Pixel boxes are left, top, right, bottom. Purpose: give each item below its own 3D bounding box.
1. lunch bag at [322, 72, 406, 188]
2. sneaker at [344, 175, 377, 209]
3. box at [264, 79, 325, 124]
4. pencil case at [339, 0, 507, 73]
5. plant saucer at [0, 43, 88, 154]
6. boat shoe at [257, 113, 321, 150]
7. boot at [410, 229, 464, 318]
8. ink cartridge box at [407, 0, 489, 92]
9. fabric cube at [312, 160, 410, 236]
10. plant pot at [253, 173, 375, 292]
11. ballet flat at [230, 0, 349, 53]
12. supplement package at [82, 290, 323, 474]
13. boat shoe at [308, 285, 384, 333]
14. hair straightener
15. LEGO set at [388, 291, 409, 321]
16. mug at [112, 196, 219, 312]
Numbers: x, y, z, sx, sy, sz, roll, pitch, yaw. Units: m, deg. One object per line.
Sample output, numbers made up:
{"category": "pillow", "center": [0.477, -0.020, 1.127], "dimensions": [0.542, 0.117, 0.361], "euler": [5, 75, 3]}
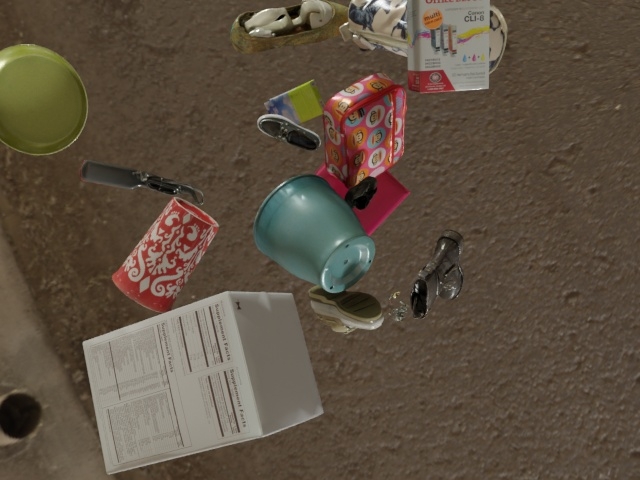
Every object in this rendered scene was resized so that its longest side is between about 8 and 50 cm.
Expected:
{"category": "lunch bag", "center": [0.136, -0.305, 1.771], "dimensions": [0.120, 0.258, 0.293], "euler": [43, 155, 33]}
{"category": "sneaker", "center": [0.104, -0.114, 1.724], "dimensions": [0.051, 0.089, 0.170], "euler": [33, 141, -12]}
{"category": "box", "center": [-0.079, -0.424, 2.039], "dimensions": [0.178, 0.042, 0.109], "euler": [-17, 107, 30]}
{"category": "pencil case", "center": [0.245, -0.504, 1.542], "dimensions": [0.410, 0.183, 0.160], "euler": [29, 165, 41]}
{"category": "plant saucer", "center": [-0.636, -0.313, 1.436], "dimensions": [0.241, 0.037, 0.240], "euler": [0, 107, -1]}
{"category": "boat shoe", "center": [-0.066, -0.227, 1.359], "dimensions": [0.142, 0.040, 0.049], "euler": [19, 116, -8]}
{"category": "boot", "center": [0.290, 0.119, 1.657], "dimensions": [0.091, 0.229, 0.262], "euler": [16, 138, 26]}
{"category": "ink cartridge box", "center": [0.230, -0.364, 1.169], "dimensions": [0.128, 0.127, 0.176], "euler": [-4, 106, 0]}
{"category": "fabric cube", "center": [0.088, -0.145, 2.044], "dimensions": [0.254, 0.259, 0.258], "euler": [43, 92, -7]}
{"category": "plant pot", "center": [0.000, 0.000, 1.736], "dimensions": [0.255, 0.272, 0.271], "euler": [42, 125, 36]}
{"category": "ballet flat", "center": [-0.071, -0.584, 1.715], "dimensions": [0.349, 0.123, 0.123], "euler": [-16, 98, -9]}
{"category": "supplement package", "center": [-0.172, 0.207, 0.963], "dimensions": [0.263, 0.199, 0.198], "euler": [-20, 77, 21]}
{"category": "boat shoe", "center": [0.079, 0.207, 1.834], "dimensions": [0.302, 0.113, 0.103], "euler": [19, 123, 57]}
{"category": "hair straightener", "center": [-0.325, -0.103, 1.190], "dimensions": [0.089, 0.231, 0.047], "euler": [13, 87, 68]}
{"category": "LEGO set", "center": [0.184, 0.161, 1.506], "dimensions": [0.083, 0.054, 0.023], "euler": [54, 174, -31]}
{"category": "mug", "center": [-0.260, 0.014, 1.092], "dimensions": [0.169, 0.113, 0.150], "euler": [-55, 28, 6]}
